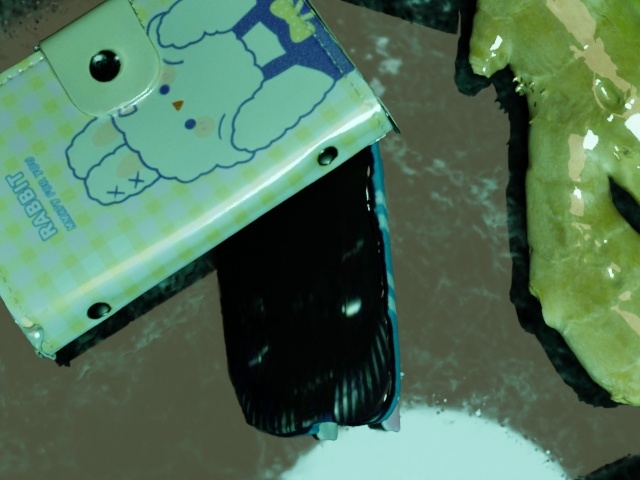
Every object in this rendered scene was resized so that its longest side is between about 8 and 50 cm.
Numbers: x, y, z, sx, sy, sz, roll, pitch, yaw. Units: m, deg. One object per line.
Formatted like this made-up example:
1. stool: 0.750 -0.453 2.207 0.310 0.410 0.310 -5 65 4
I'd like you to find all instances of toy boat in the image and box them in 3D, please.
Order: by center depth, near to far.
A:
1. toy boat: 0.000 0.000 1.397 0.134 0.092 0.299 -11 77 25

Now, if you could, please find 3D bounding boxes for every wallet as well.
1. wallet: -0.126 -0.079 1.358 0.309 0.077 0.223 -34 65 1

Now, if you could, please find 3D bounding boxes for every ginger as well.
1. ginger: 0.219 -0.090 1.413 0.348 0.122 0.363 30 89 2
